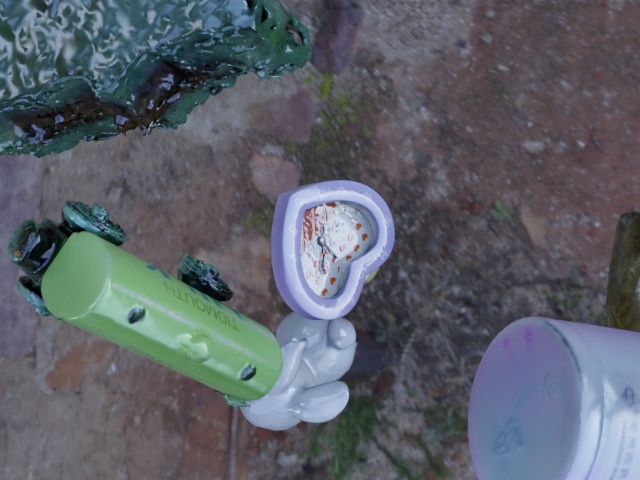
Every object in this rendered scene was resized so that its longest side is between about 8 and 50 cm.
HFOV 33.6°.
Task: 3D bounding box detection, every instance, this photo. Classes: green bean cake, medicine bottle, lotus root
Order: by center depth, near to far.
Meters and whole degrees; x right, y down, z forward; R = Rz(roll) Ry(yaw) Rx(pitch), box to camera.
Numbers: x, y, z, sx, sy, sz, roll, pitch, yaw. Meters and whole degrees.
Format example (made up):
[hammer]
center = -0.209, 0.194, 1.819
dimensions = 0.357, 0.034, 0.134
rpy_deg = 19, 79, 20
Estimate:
[green bean cake]
center = -0.136, -0.124, 0.690
dimensions = 0.208, 0.107, 0.193
rpy_deg = -46, 71, 11
[medicine bottle]
center = 0.262, 0.150, 0.838
dimensions = 0.254, 0.152, 0.152
rpy_deg = 10, 109, -22
[lotus root]
center = 0.507, 0.121, 1.409
dimensions = 0.267, 0.149, 0.260
rpy_deg = 21, 77, -26

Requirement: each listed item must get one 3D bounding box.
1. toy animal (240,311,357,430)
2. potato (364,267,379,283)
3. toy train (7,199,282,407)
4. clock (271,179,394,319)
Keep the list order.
[toy animal]
center = -0.027, 0.183, 1.519
dimensions = 0.178, 0.193, 0.127
rpy_deg = -31, 98, 34
[potato]
center = 0.056, 0.013, 1.742
dimensions = 0.092, 0.070, 0.137
rpy_deg = 6, 69, 2
[toy train]
center = -0.137, 0.060, 0.887
dimensions = 0.253, 0.157, 0.105
rpy_deg = 34, 90, -45
[clock]
center = 0.000, 0.000, 1.413
dimensions = 0.172, 0.064, 0.198
rpy_deg = 46, 64, -22
